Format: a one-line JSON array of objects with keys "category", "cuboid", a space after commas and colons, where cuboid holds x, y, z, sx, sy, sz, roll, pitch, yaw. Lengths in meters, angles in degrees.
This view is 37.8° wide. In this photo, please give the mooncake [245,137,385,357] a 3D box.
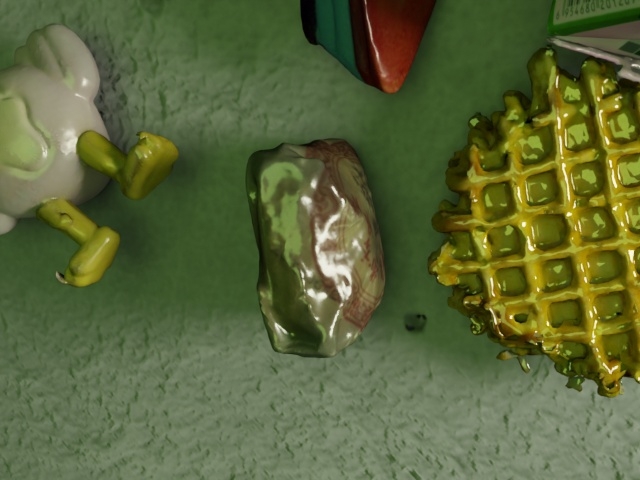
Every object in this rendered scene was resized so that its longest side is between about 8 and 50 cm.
[{"category": "mooncake", "cuboid": [0.000, 0.000, 0.587, 0.073, 0.125, 0.129, -9, 97, 10]}]

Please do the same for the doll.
[{"category": "doll", "cuboid": [-0.268, -0.116, 0.659, 0.365, 0.094, 0.160, 35, 100, 7]}]

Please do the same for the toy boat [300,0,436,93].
[{"category": "toy boat", "cuboid": [0.046, -0.289, 0.556, 0.079, 0.136, 0.392, 20, 107, 41]}]

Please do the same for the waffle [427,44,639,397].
[{"category": "waffle", "cuboid": [0.165, -0.006, 0.576, 0.193, 0.070, 0.197, 23, 104, 10]}]

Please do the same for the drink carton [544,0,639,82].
[{"category": "drink carton", "cuboid": [0.232, -0.212, 0.474, 0.161, 0.108, 0.271, 10, 93, -17]}]
